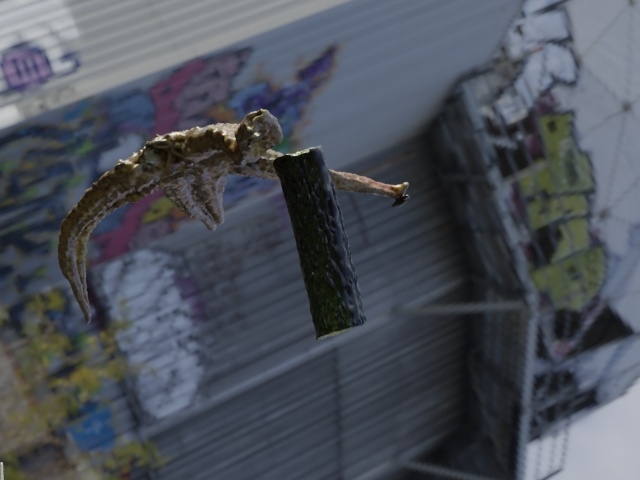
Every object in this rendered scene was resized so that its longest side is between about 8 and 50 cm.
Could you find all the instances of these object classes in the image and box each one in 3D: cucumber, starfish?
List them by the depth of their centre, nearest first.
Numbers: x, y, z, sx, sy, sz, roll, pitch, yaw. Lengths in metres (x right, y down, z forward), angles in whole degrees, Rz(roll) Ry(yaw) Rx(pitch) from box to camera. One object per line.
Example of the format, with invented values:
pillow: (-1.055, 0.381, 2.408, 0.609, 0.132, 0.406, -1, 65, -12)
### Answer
cucumber: (-0.001, 0.000, 1.351, 0.058, 0.058, 0.187, 143, -64, -66)
starfish: (-0.110, -0.044, 1.495, 0.398, 0.383, 0.132, -27, -111, 28)

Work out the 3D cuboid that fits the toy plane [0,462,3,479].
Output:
toy plane: (-0.292, 0.317, 1.230, 0.082, 0.160, 0.234, 27, -73, 64)
